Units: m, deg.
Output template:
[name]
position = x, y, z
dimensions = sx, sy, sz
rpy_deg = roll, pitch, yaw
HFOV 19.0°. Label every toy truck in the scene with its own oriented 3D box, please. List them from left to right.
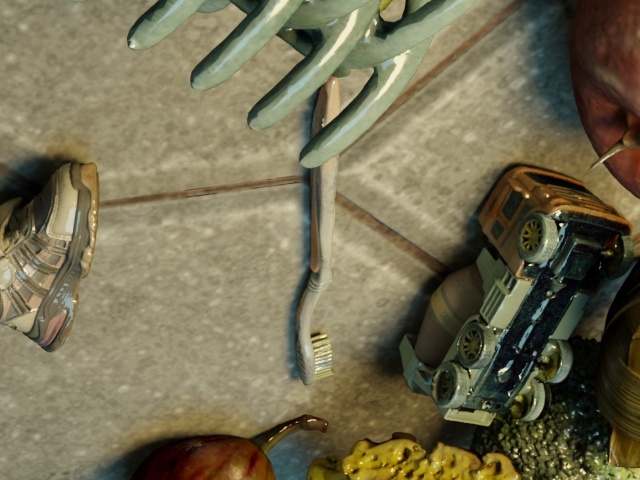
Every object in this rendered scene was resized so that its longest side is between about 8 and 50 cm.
[toy truck]
position = 0.160, 0.053, 1.694
dimensions = 0.108, 0.140, 0.256
rpy_deg = 12, 117, -31

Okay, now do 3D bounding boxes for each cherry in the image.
[cherry]
position = 0.323, -0.150, 1.481
dimensions = 0.307, 0.221, 0.261
rpy_deg = -31, 147, -8

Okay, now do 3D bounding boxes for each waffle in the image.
[waffle]
position = 0.133, 0.268, 1.757
dimensions = 0.312, 0.060, 0.307
rpy_deg = 23, 149, 3

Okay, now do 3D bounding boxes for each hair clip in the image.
[hair clip]
position = -0.056, -0.231, 1.233
dimensions = 0.392, 0.238, 0.318
rpy_deg = -37, 138, 16

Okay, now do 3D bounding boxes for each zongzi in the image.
[zongzi]
position = 0.298, 0.040, 1.638
dimensions = 0.111, 0.241, 0.247
rpy_deg = 3, 142, -1

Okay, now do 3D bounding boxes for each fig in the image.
[fig]
position = -0.105, 0.239, 1.783
dimensions = 0.148, 0.202, 0.149
rpy_deg = 4, 162, 29

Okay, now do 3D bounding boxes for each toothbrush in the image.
[toothbrush]
position = 0.000, 0.000, 1.644
dimensions = 0.037, 0.028, 0.375
rpy_deg = -15, 138, -15

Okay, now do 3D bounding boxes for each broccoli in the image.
[broccoli]
position = 0.242, 0.190, 1.812
dimensions = 0.226, 0.198, 0.176
rpy_deg = -17, 141, 10

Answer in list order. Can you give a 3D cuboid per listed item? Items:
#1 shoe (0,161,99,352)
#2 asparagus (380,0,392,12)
[shoe]
position = -0.232, 0.005, 1.524
dimensions = 0.092, 0.089, 0.180
rpy_deg = 11, 128, -15
[asparagus]
position = 0.045, -0.200, 1.446
dimensions = 0.045, 0.041, 0.178
rpy_deg = 17, 127, -24
